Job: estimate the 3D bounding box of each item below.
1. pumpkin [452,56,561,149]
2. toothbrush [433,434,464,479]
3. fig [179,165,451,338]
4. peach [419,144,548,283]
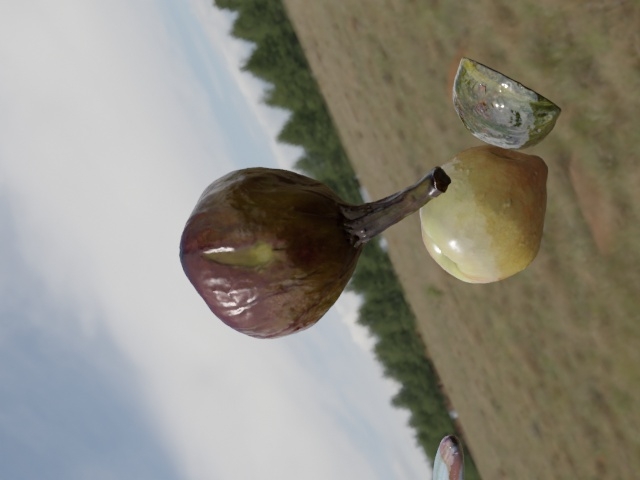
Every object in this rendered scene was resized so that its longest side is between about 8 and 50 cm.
[{"bbox_3d":[0.083,-0.058,0.472,0.050,0.028,0.083,30,-172,13],"label":"pumpkin"},{"bbox_3d":[0.058,0.140,0.471,0.193,0.013,0.019,84,168,-49],"label":"toothbrush"},{"bbox_3d":[-0.026,-0.018,1.052,0.190,0.290,0.191,20,-129,-27],"label":"fig"},{"bbox_3d":[0.264,-0.048,1.584,0.232,0.232,0.232,-24,-90,-87],"label":"peach"}]
